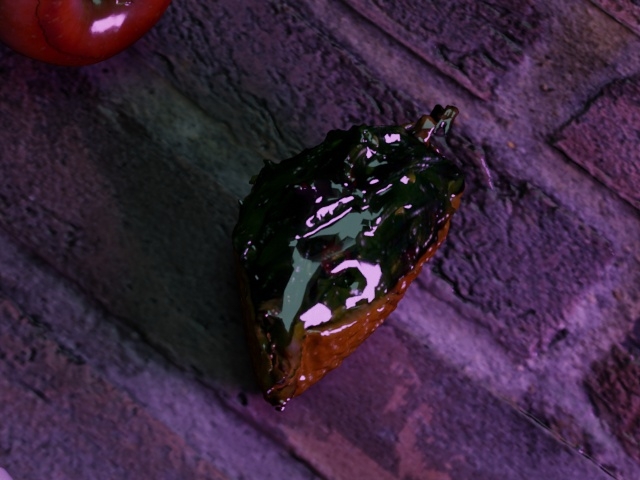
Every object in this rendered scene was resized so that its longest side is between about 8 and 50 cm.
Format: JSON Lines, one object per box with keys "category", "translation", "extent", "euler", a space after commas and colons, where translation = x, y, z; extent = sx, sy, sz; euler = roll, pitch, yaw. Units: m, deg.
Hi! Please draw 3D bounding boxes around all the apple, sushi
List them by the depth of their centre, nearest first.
{"category": "sushi", "translation": [0.000, 0.001, 1.004], "extent": [0.149, 0.140, 0.287], "euler": [42, 53, 5]}
{"category": "apple", "translation": [-0.206, -0.235, 1.087], "extent": [0.181, 0.181, 0.168], "euler": [-23, 43, -30]}

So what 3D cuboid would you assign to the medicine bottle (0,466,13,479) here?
{"category": "medicine bottle", "translation": [-0.149, 0.278, 0.786], "extent": [0.161, 0.111, 0.296], "euler": [-29, 71, -33]}
